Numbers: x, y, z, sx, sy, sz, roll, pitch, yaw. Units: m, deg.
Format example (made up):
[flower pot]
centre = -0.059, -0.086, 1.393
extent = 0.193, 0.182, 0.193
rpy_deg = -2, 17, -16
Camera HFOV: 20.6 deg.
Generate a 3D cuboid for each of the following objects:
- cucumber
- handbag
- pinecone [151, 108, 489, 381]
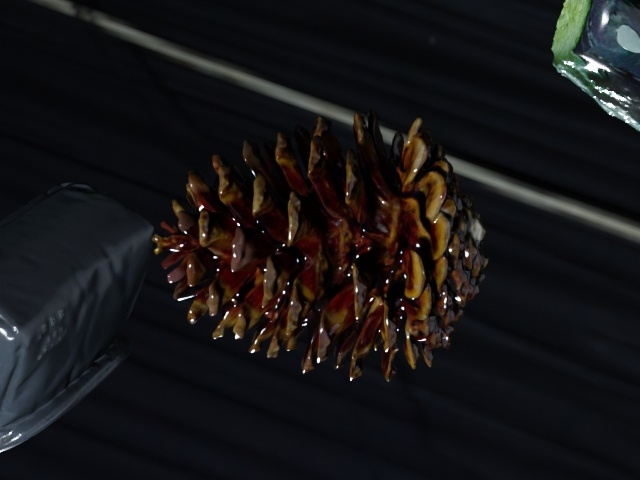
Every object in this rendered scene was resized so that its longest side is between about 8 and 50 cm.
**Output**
[cucumber]
centre = 0.266, -0.159, 1.471
extent = 0.115, 0.193, 0.086
rpy_deg = -48, 20, 9
[handbag]
centre = -0.312, 0.114, 1.868
extent = 0.302, 0.178, 0.275
rpy_deg = -47, -19, -57
[pinecone]
centre = 0.000, 0.002, 1.537
extent = 0.246, 0.292, 0.246
rpy_deg = -178, 90, -90
